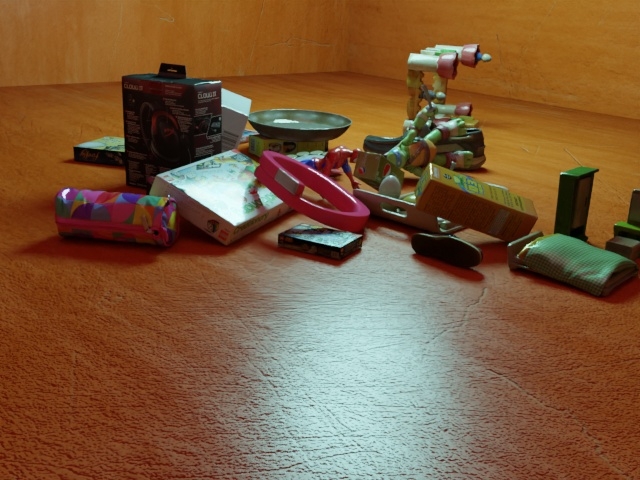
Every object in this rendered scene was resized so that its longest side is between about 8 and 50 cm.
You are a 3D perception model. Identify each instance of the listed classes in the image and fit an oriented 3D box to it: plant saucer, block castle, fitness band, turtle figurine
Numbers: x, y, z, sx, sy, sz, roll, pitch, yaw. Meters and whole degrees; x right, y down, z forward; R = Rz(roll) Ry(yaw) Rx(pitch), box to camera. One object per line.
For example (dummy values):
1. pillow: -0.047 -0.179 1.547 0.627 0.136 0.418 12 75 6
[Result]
1. plant saucer: -0.063 -0.338 2.233 0.311 0.050 0.310 4 19 -1
2. block castle: 0.444 -0.510 2.603 0.213 0.302 0.453 10 21 19
3. fitness band: -0.019 -0.103 1.594 0.209 0.054 0.291 16 19 -41
4. turtle figurine: 0.318 -0.246 1.967 0.266 0.274 0.197 -17 63 -45

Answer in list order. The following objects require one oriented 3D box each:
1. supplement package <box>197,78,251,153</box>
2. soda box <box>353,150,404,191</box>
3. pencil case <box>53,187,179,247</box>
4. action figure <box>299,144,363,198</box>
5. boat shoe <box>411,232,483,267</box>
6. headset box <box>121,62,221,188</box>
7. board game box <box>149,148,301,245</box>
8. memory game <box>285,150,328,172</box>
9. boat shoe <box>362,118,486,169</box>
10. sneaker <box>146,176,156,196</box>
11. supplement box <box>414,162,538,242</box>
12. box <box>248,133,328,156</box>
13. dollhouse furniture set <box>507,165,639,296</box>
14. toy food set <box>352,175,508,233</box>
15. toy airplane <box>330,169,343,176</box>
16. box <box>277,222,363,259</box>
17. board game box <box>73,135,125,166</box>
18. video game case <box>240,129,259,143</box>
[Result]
1. supplement package: -0.296 -0.309 2.037 0.175 0.177 0.293 19 17 -10
2. soda box: 0.140 -0.156 1.779 0.058 0.061 0.181 12 -4 24
3. pencil case: -0.381 -0.044 1.426 0.237 0.104 0.104 5 19 11
4. action figure: -0.014 -0.145 1.816 0.281 0.139 0.091 -13 14 26
5. boat shoe: 0.241 0.010 1.411 0.152 0.056 0.049 19 30 40
6. headset box: -0.346 -0.263 1.772 0.218 0.293 0.110 12 21 28
7. board game box: -0.186 -0.098 1.576 0.193 0.053 0.305 33 27 12
8. memory game: -0.027 -0.206 1.997 0.186 0.012 0.186 -4 23 2
9. boat shoe: 0.302 -0.288 2.189 0.356 0.130 0.132 6 19 10
10. sneaker: -0.297 -0.089 1.633 0.178 0.072 0.077 26 22 25
11. supplement box: 0.308 -0.072 1.512 0.234 0.080 0.078 17 33 -7
12. box: -0.093 -0.287 2.244 0.232 0.058 0.087 -10 23 -32
13. dollhouse furniture set: 0.503 -0.028 1.408 0.198 0.151 0.302 18 24 38
14. toy food set: 0.249 -0.102 1.689 0.220 0.092 0.306 18 24 39
15. toy airplane: -0.016 -0.189 2.012 0.151 0.028 0.151 1 19 -1
16. box: 0.000 0.000 1.451 0.137 0.027 0.094 12 20 26
17. board game box: -0.522 -0.241 2.074 0.243 0.042 0.165 8 19 16
18. video game case: -0.349 -0.323 2.369 0.204 0.025 0.285 14 22 32
